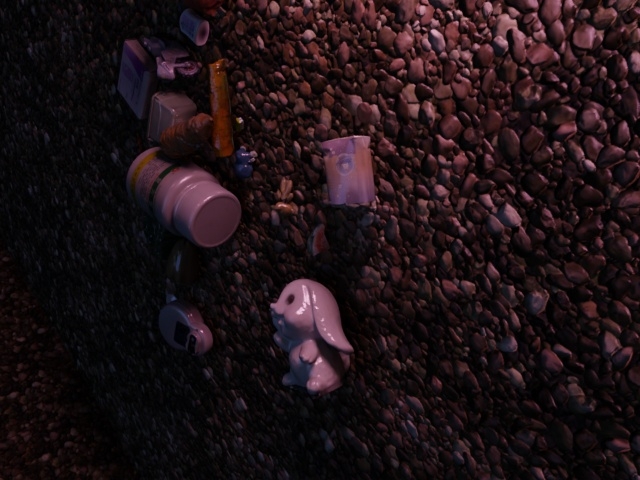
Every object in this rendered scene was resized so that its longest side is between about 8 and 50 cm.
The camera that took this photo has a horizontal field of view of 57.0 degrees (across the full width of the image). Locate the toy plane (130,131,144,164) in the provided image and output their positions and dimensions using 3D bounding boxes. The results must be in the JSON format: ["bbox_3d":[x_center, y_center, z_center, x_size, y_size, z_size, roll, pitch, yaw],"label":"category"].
[{"bbox_3d":[-0.636,-0.283,2.053,0.135,0.062,0.189,145,106,-75],"label":"toy plane"}]

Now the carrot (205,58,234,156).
[{"bbox_3d":[-0.277,-0.360,1.616,0.070,0.070,0.260,16,116,44],"label":"carrot"}]

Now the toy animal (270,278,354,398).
[{"bbox_3d":[-0.014,0.247,1.488,0.249,0.174,0.290,26,125,54],"label":"toy animal"}]

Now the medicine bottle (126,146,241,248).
[{"bbox_3d":[-0.404,-0.126,1.743,0.339,0.208,0.208,33,127,36],"label":"medicine bottle"}]

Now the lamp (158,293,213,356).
[{"bbox_3d":[-0.460,0.302,2.050,0.246,0.108,0.180,31,123,28],"label":"lamp"}]

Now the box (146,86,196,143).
[{"bbox_3d":[-0.443,-0.361,1.771,0.092,0.124,0.172,38,132,19],"label":"box"}]

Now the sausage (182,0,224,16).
[{"bbox_3d":[-0.290,-0.688,1.451,0.148,0.148,0.255,23,120,41],"label":"sausage"}]

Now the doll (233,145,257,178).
[{"bbox_3d":[-0.214,-0.214,1.622,0.076,0.050,0.083,34,130,40],"label":"doll"}]

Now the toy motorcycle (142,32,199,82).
[{"bbox_3d":[-0.444,-0.523,1.700,0.215,0.122,0.080,48,150,25],"label":"toy motorcycle"}]

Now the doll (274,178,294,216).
[{"bbox_3d":[-0.090,-0.110,1.542,0.061,0.051,0.093,16,87,45],"label":"doll"}]

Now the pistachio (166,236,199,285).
[{"bbox_3d":[-0.454,0.074,1.964,0.108,0.126,0.186,16,123,-1],"label":"pistachio"}]

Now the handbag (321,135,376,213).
[{"bbox_3d":[0.063,-0.142,1.308,0.117,0.095,0.173,3,104,51],"label":"handbag"}]

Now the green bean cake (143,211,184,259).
[{"bbox_3d":[-0.538,-0.050,2.005,0.185,0.094,0.183,55,140,34],"label":"green bean cake"}]

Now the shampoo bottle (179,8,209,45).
[{"bbox_3d":[-0.352,-0.593,1.630,0.099,0.043,0.072,44,133,28],"label":"shampoo bottle"}]

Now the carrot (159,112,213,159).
[{"bbox_3d":[-0.356,-0.296,1.618,0.263,0.101,0.102,-14,94,53],"label":"carrot"}]

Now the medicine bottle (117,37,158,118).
[{"bbox_3d":[-0.591,-0.524,1.920,0.171,0.052,0.201,52,138,20],"label":"medicine bottle"}]

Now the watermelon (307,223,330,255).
[{"bbox_3d":[0.000,0.000,1.477,0.061,0.085,0.085,25,134,-9],"label":"watermelon"}]

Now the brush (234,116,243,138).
[{"bbox_3d":[-0.223,-0.306,1.617,0.019,0.021,0.083,53,154,16],"label":"brush"}]
